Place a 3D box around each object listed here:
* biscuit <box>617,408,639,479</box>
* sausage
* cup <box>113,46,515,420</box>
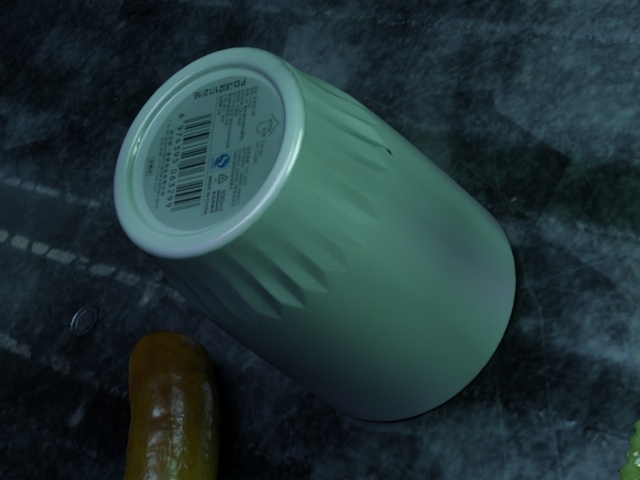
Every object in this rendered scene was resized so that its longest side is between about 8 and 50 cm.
[{"bbox_3d":[0.306,0.195,1.202,0.139,0.016,0.231,6,65,42],"label":"biscuit"},{"bbox_3d":[-0.159,0.212,1.524,0.109,0.109,0.270,-22,49,27],"label":"sausage"},{"bbox_3d":[0.000,0.000,1.356,0.253,0.371,0.253,-16,58,28],"label":"cup"}]
